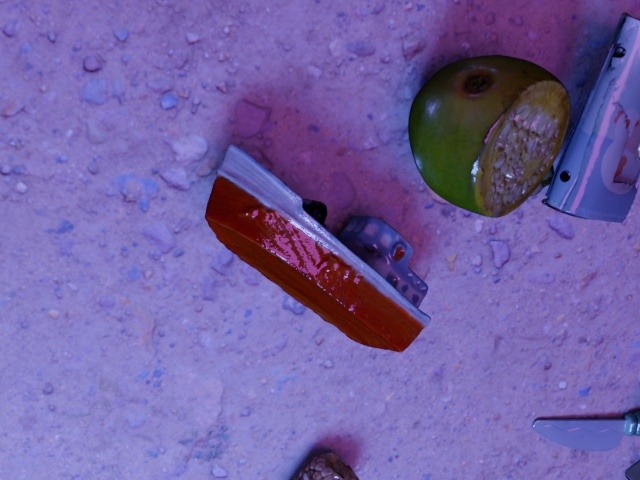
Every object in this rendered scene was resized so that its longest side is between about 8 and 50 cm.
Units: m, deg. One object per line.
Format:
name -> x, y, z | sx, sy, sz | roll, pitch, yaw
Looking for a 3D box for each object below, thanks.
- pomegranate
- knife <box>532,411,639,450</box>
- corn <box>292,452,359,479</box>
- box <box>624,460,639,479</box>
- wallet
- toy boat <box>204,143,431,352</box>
pomegranate -> 0.208, -0.140, 1.193 | 0.240, 0.159, 0.190 | -8, 122, -42
knife -> 0.442, 0.288, 1.466 | 0.260, 0.034, 0.063 | -3, 109, -9
corn -> -0.039, 0.409, 1.351 | 0.086, 0.086, 0.253 | 29, 102, -22
box -> 0.637, 0.328, 1.436 | 0.310, 0.198, 0.084 | -38, 113, 0
wallet -> 0.379, -0.148, 1.232 | 0.176, 0.075, 0.251 | 6, 109, -52
toy boat -> 0.000, 0.000, 1.192 | 0.332, 0.145, 0.133 | 38, 73, -25
